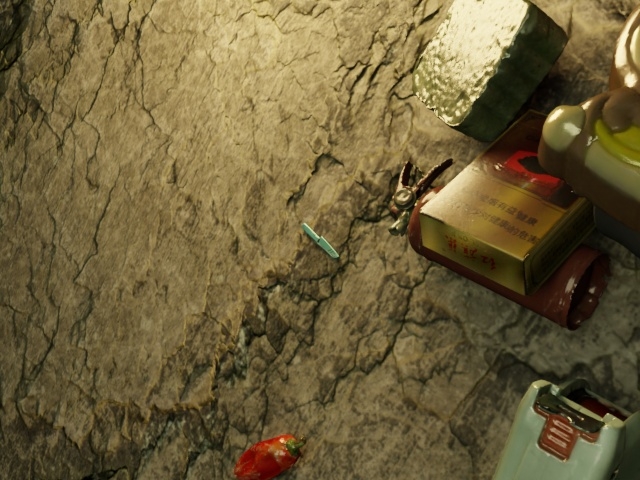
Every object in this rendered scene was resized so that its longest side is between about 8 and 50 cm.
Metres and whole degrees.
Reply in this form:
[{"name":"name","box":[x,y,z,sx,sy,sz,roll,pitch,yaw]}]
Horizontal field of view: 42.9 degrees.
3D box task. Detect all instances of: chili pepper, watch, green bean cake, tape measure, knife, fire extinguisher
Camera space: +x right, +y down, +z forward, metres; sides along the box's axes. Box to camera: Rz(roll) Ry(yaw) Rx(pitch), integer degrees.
[{"name":"chili pepper","box":[-0.077,0.337,1.256,0.191,0.050,0.059,-34,66,40]},{"name":"watch","box":[0.400,-0.076,0.808,0.335,0.327,0.314,-43,54,-9]},{"name":"green bean cake","box":[0.218,-0.240,1.091,0.185,0.094,0.183,-55,32,16]},{"name":"tape measure","box":[0.278,0.273,0.895,0.125,0.246,0.243,30,110,36]},{"name":"knife","box":[0.000,0.000,1.288,0.091,0.005,0.014,45,109,32]},{"name":"fire extinguisher","box":[0.219,-0.016,1.084,0.337,0.106,0.147,30,70,35]}]

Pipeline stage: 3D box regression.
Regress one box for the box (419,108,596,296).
[{"name":"box","box":[0.254,-0.054,0.996,0.159,0.071,0.240,28,57,38]}]
